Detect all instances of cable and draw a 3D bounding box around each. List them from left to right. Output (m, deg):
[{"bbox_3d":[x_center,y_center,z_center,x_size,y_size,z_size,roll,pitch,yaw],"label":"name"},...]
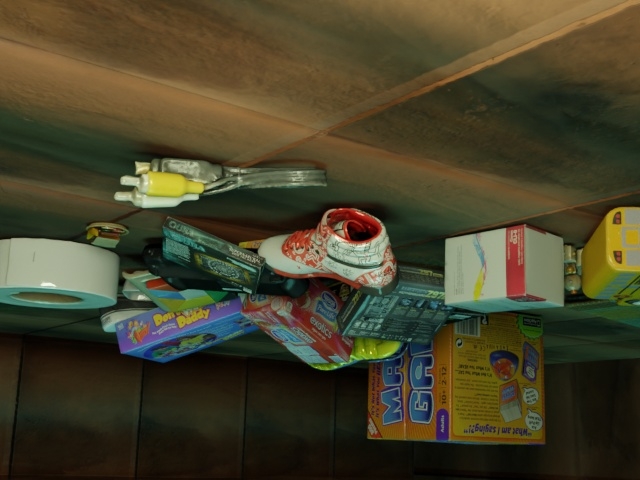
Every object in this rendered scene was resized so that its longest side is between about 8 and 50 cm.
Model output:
[{"bbox_3d":[-0.139,-0.070,1.232,0.287,0.072,0.139,4,172,-12],"label":"cable"}]

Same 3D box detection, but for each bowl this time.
[{"bbox_3d":[-0.382,0.106,2.052,0.142,0.053,0.142,3,167,-3],"label":"bowl"}]

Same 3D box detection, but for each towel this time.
[{"bbox_3d":[0.818,0.164,2.189,0.370,0.040,0.271,15,161,-38],"label":"towel"}]

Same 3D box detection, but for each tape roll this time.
[{"bbox_3d":[-0.563,0.073,1.836,0.286,0.100,0.286,2,167,0],"label":"tape roll"}]

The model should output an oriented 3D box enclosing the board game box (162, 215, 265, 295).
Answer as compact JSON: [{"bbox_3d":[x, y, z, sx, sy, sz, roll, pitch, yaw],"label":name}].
[{"bbox_3d":[-0.191,0.030,1.568,0.186,0.026,0.126,23,152,1],"label":"board game box"}]

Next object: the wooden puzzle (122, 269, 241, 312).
[{"bbox_3d":[-0.278,0.102,1.910,0.238,0.044,0.221,-9,155,10],"label":"wooden puzzle"}]

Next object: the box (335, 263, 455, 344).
[{"bbox_3d":[0.175,0.137,1.908,0.232,0.059,0.183,8,131,-27],"label":"box"}]

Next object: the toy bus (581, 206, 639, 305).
[{"bbox_3d":[0.528,0.036,1.516,0.130,0.108,0.333,0,167,8],"label":"toy bus"}]

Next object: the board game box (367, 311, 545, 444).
[{"bbox_3d":[0.380,0.390,2.500,0.356,0.357,0.356,11,164,-32],"label":"board game box"}]

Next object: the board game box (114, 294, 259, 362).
[{"bbox_3d":[-0.286,0.197,2.145,0.347,0.078,0.233,-20,163,10],"label":"board game box"}]

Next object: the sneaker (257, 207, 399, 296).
[{"bbox_3d":[0.001,-0.001,1.488,0.270,0.090,0.145,14,141,27],"label":"sneaker"}]

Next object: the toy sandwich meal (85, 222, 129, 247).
[{"bbox_3d":[-0.389,-0.010,1.609,0.085,0.029,0.085,2,167,0],"label":"toy sandwich meal"}]

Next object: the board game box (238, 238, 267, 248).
[{"bbox_3d":[-0.018,0.019,1.671,0.259,0.039,0.124,-4,164,35],"label":"board game box"}]

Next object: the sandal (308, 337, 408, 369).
[{"bbox_3d":[0.090,0.255,2.164,0.317,0.126,0.138,-7,168,38],"label":"sandal"}]

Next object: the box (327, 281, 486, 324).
[{"bbox_3d":[0.190,0.149,2.114,0.321,0.079,0.257,8,163,-23],"label":"box"}]

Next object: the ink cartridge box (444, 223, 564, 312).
[{"bbox_3d":[0.326,0.055,1.580,0.128,0.127,0.176,15,162,-42],"label":"ink cartridge box"}]

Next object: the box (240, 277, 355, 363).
[{"bbox_3d":[-0.040,0.164,1.948,0.128,0.123,0.257,-8,143,37],"label":"box"}]

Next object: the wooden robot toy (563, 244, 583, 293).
[{"bbox_3d":[0.493,0.062,1.695,0.076,0.079,0.173,-3,167,20],"label":"wooden robot toy"}]

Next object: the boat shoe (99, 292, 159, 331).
[{"bbox_3d":[-0.431,0.169,2.235,0.301,0.102,0.108,2,152,-47],"label":"boat shoe"}]

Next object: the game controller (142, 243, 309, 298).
[{"bbox_3d":[-0.183,0.058,1.705,0.319,0.067,0.166,3,162,22],"label":"game controller"}]
